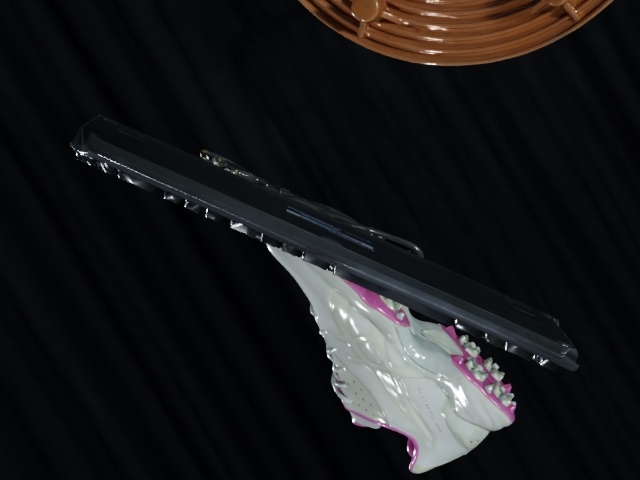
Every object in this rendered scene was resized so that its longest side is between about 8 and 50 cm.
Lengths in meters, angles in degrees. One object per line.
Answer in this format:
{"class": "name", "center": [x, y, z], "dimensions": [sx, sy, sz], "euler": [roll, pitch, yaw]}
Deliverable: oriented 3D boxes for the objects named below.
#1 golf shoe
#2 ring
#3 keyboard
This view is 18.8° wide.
{"class": "golf shoe", "center": [0.046, 0.104, 1.867], "dimensions": [0.140, 0.306, 0.115], "euler": [-44, -171, 17]}
{"class": "ring", "center": [0.094, -0.292, 1.377], "dimensions": [0.337, 0.336, 0.032], "euler": [-26, 179, 19]}
{"class": "keyboard", "center": [0.000, 0.000, 1.174], "dimensions": [0.201, 0.317, 0.033], "euler": [-90, -154, -82]}
